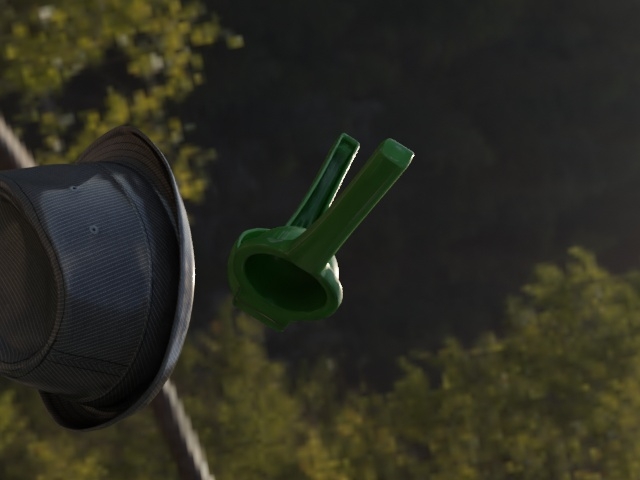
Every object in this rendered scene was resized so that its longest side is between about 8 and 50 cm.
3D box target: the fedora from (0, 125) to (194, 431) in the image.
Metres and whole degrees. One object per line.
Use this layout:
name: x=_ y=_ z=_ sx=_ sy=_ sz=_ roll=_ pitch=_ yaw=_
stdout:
fedora: x=-0.220 y=0.024 z=1.286 sx=0.124 sy=0.243 sz=0.275 roll=13 pitch=40 yaw=-41

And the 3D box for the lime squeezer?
lime squeezer: x=0.000 y=0.000 z=0.790 sx=0.059 sy=0.110 sz=0.310 roll=49 pitch=0 yaw=-4
